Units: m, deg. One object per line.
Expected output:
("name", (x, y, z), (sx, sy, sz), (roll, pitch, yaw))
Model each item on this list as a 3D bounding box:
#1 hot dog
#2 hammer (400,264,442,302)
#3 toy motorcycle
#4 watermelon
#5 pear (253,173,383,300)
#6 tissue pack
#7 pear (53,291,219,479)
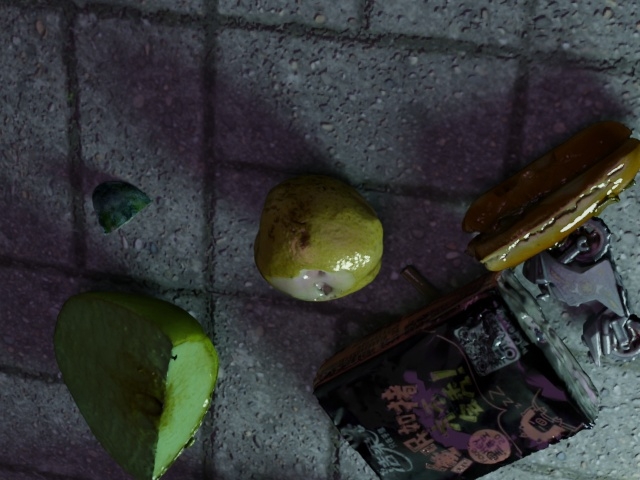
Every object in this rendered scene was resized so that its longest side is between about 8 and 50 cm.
("hot dog", (0.287, -0.053, 1.320), (0.270, 0.109, 0.072), (-33, 143, 21))
("hammer", (0.187, 0.104, 1.472), (0.199, 0.013, 0.062), (44, 118, -8))
("toy motorcycle", (0.336, 0.071, 1.377), (0.123, 0.080, 0.215), (-20, 108, 21))
("watermelon", (-0.286, -0.046, 1.523), (0.085, 0.085, 0.061), (8, 146, 12))
("pear", (0.000, 0.000, 1.390), (0.178, 0.178, 0.178), (6, 117, 13))
("tissue pack", (0.177, 0.199, 1.453), (0.332, 0.123, 0.245), (-33, 98, 30))
("pear", (-0.275, 0.175, 1.576), (0.239, 0.139, 0.288), (26, 125, 20))
